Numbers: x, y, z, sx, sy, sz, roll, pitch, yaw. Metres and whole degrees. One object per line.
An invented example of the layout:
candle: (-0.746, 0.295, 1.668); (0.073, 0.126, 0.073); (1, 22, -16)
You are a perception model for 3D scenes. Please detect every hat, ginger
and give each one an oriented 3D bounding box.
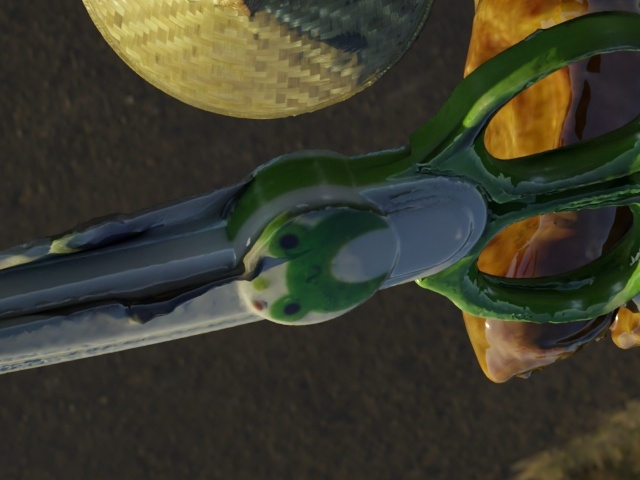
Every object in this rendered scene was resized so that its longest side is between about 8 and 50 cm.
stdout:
hat: (-0.026, -0.100, 0.706); (0.146, 0.067, 0.146); (1, 116, 3)
ginger: (0.202, -0.122, 1.175); (0.254, 0.418, 0.176); (2, 172, -20)

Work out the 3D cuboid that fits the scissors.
scissors: (0.000, 0.000, 0.497); (0.204, 0.027, 0.101); (-14, 135, -10)
